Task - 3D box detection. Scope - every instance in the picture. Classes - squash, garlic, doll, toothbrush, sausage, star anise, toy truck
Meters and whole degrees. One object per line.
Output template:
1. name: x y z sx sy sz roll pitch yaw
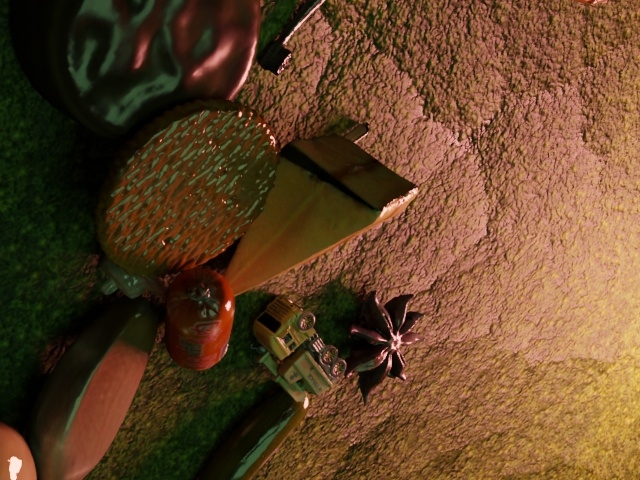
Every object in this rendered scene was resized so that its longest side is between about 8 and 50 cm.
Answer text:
1. squash: -0.112 0.327 2.081 0.080 0.071 0.318 39 86 -27
2. garlic: -0.311 0.207 1.812 0.318 0.112 0.143 -57 154 7
3. doll: -0.175 -0.030 1.777 0.293 0.119 0.138 -43 180 -12
4. toothbrush: -0.044 -0.082 1.913 0.294 0.026 0.028 -38 152 -14
5. sausage: -0.158 0.100 1.765 0.093 0.093 0.312 -38 173 -14
6. toothbrush: 0.017 -0.344 1.798 0.297 0.030 0.030 -54 161 0
7. star anise: 0.091 0.164 2.147 0.180 0.061 0.204 -58 142 -12
8. toy truck: -0.039 0.168 2.027 0.100 0.077 0.169 -43 130 -13

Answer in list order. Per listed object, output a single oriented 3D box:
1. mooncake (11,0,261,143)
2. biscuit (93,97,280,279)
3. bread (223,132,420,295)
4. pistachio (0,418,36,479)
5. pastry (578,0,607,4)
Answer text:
1. mooncake: -0.209 -0.250 1.587 0.284 0.155 0.284 -19 127 -27
2. biscuit: -0.160 -0.063 1.640 0.254 0.035 0.254 -24 138 -24
3. bread: -0.003 0.002 1.849 0.168 0.163 0.264 -28 148 -59
4. pistachio: -0.450 0.350 1.743 0.187 0.187 0.299 -19 131 -29
5. pastry: 0.391 -0.441 1.992 0.192 0.093 0.182 2 114 -44
